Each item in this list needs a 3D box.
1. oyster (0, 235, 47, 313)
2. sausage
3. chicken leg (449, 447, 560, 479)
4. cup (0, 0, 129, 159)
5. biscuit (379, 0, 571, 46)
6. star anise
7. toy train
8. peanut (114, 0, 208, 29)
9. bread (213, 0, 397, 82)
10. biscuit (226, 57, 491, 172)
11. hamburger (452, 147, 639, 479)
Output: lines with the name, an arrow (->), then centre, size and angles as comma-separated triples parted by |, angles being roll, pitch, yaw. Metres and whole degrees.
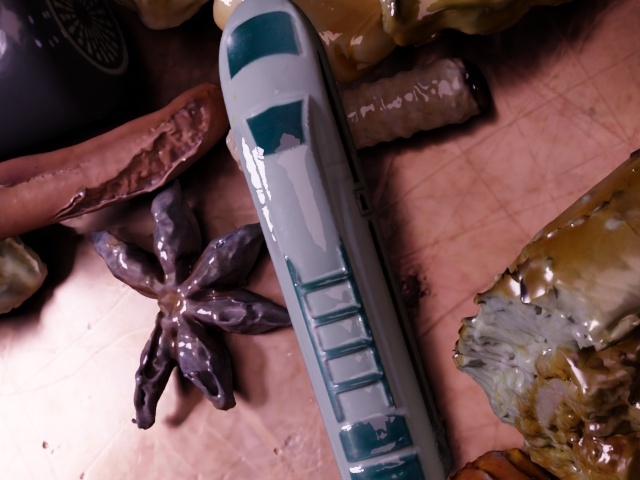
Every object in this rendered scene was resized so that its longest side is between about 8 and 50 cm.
oyster -> -0.417, -0.006, 1.034 | 0.351, 0.115, 0.238 | 12, 76, 14
sausage -> -0.209, -0.056, 0.955 | 0.304, 0.078, 0.078 | -21, 74, -11
chicken leg -> 0.162, 0.305, 0.819 | 0.113, 0.093, 0.304 | -11, 82, 2
cup -> -0.274, -0.173, 0.998 | 0.176, 0.169, 0.223 | -30, 36, 18
biscuit -> 0.106, -0.301, 0.904 | 0.329, 0.078, 0.335 | 25, 71, 10
star anise -> -0.108, 0.044, 0.952 | 0.172, 0.063, 0.208 | -19, 76, 10
toy train -> 0.000, 0.000, 0.865 | 0.086, 0.088, 0.407 | -17, 90, 15
peanut -> -0.183, -0.328, 0.991 | 0.159, 0.143, 0.291 | -44, 73, 22
bread -> -0.009, -0.201, 0.945 | 0.177, 0.084, 0.119 | 31, 73, 19
biscuit -> 0.031, -0.104, 0.934 | 0.219, 0.061, 0.055 | -16, 56, 14
hamburger -> 0.249, 0.055, 0.720 | 0.277, 0.318, 0.195 | -34, 71, -13
